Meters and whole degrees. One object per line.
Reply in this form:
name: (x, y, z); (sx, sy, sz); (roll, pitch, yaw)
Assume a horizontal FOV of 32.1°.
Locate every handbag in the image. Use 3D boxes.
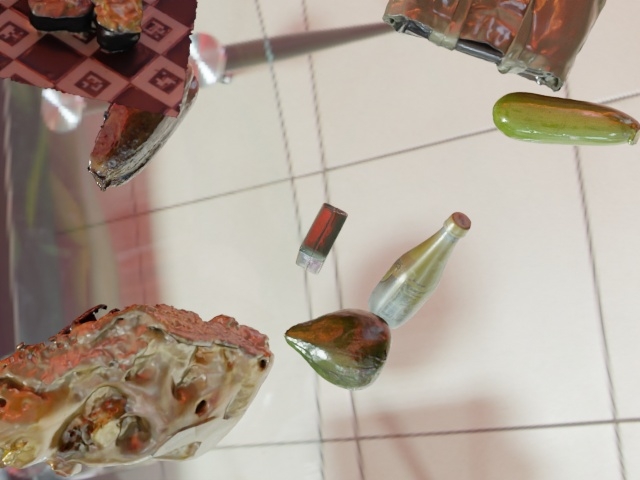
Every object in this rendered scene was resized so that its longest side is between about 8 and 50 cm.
handbag: (0.266, -0.372, 1.636); (0.315, 0.109, 0.253); (21, 75, -5)

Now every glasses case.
glasses case: (0.000, 0.000, 1.574); (0.039, 0.184, 0.078); (28, 82, 1)

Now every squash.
squash: (0.320, -0.154, 1.458); (0.201, 0.066, 0.066); (12, 96, 24)

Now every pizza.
pizza: (-0.165, 0.124, 0.863); (0.189, 0.297, 0.071); (-45, 55, 26)

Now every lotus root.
lotus root: (-0.342, -0.236, 2.226); (0.078, 0.167, 0.329); (17, 67, 36)

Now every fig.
fig: (0.024, 0.152, 1.651); (0.156, 0.123, 0.123); (22, 104, 2)

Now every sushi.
sushi: (-0.282, -0.290, 1.268); (0.059, 0.294, 0.292); (108, 170, -53)

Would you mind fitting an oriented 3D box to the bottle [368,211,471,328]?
bottle: (0.166, 0.046, 1.828); (0.083, 0.083, 0.270); (57, 137, 22)
